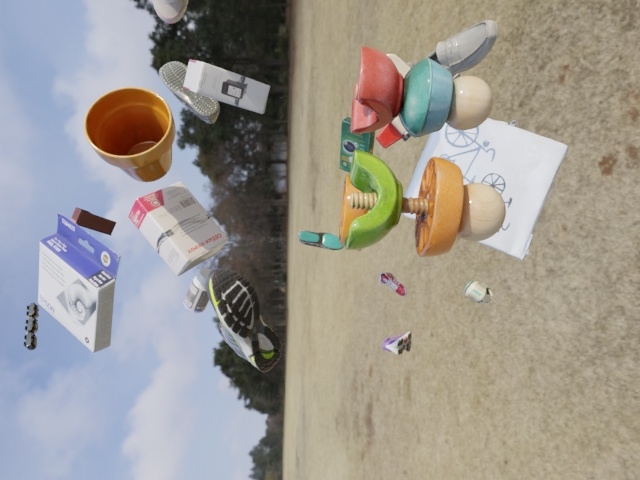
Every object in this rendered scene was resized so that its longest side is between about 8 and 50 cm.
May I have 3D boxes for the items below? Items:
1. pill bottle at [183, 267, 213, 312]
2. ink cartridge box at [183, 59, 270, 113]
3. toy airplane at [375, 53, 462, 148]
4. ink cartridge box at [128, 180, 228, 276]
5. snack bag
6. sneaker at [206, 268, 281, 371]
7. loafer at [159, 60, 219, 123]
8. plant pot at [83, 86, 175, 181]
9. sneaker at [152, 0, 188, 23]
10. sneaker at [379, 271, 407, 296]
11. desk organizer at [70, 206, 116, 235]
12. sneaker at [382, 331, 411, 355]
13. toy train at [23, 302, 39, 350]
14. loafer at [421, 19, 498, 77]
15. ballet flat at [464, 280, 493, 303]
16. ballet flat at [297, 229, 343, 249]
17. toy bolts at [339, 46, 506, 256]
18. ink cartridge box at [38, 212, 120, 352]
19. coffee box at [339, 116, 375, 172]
[{"bbox_3d":[-0.396,0.165,1.581,0.137,0.078,0.078,-61,15,21],"label":"pill bottle"},{"bbox_3d":[-0.196,-0.322,0.998,0.109,0.150,0.063,36,112,53],"label":"ink cartridge box"},{"bbox_3d":[0.425,-0.562,1.965,0.272,0.383,0.387,-59,-28,-87],"label":"toy airplane"},{"bbox_3d":[-0.419,-0.037,1.415,0.172,0.237,0.100,-36,-6,-48],"label":"ink cartridge box"},{"bbox_3d":[0.416,-0.158,1.217,0.037,0.342,0.324,22,-90,-77],"label":"snack bag"},{"bbox_3d":[-0.202,0.189,1.123,0.111,0.121,0.300,-47,-49,-38],"label":"sneaker"},{"bbox_3d":[-0.403,-0.446,1.463,0.251,0.094,0.087,49,163,13],"label":"loafer"},{"bbox_3d":[-0.465,-0.249,1.218,0.188,0.204,0.205,102,166,-67],"label":"plant pot"},{"bbox_3d":[-0.410,-0.714,1.266,0.111,0.102,0.253,-97,12,-62],"label":"sneaker"},{"bbox_3d":[0.256,0.156,1.706,0.042,0.067,0.118,-57,47,20],"label":"sneaker"},{"bbox_3d":[-0.749,-0.062,1.574,0.130,0.047,0.050,26,-94,-51],"label":"desk organizer"},{"bbox_3d":[0.257,0.336,1.586,0.169,0.071,0.069,9,-94,-59],"label":"sneaker"},{"bbox_3d":[-0.756,0.224,1.250,0.158,0.027,0.036,-121,18,-44],"label":"toy train"},{"bbox_3d":[0.416,-0.582,1.494,0.319,0.111,0.112,154,117,-62],"label":"loafer"},{"bbox_3d":[0.386,0.133,1.145,0.057,0.052,0.168,-58,-29,10],"label":"ballet flat"},{"bbox_3d":[0.000,0.000,1.140,0.041,0.114,0.041,-168,90,-82],"label":"ballet flat"},{"bbox_3d":[0.112,-0.088,0.553,0.218,0.158,0.229,100,175,-81],"label":"toy bolts"},{"bbox_3d":[-0.514,0.086,0.999,0.045,0.223,0.224,-19,-49,-54],"label":"ink cartridge box"},{"bbox_3d":[0.120,-0.304,1.571,0.040,0.113,0.184,-40,-36,-37],"label":"coffee box"}]
